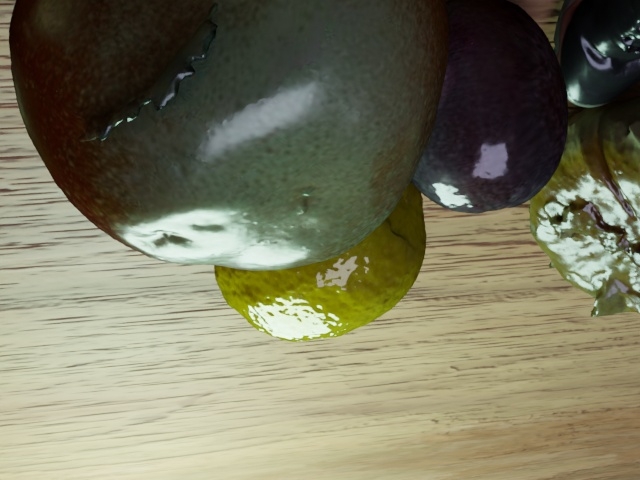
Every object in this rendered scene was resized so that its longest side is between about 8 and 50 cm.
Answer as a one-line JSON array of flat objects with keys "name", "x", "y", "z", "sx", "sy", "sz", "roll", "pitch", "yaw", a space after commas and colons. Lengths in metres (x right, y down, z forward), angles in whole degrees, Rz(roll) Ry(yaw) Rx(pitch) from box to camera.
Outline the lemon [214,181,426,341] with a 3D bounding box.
[{"name": "lemon", "x": -0.003, "y": 0.000, "z": 0.925, "sx": 0.193, "sy": 0.180, "sz": 0.180, "roll": -4, "pitch": 143, "yaw": 13}]

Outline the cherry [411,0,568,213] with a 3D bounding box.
[{"name": "cherry", "x": 0.132, "y": -0.109, "z": 0.845, "sx": 0.140, "sy": 0.176, "sz": 0.176, "roll": 13, "pitch": 139, "yaw": 6}]

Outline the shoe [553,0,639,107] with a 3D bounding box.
[{"name": "shoe", "x": 0.281, "y": -0.200, "z": 0.799, "sx": 0.114, "sy": 0.137, "sz": 0.291, "roll": 0, "pitch": 142, "yaw": -17}]

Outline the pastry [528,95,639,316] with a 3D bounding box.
[{"name": "pastry", "x": 0.303, "y": -0.021, "z": 0.959, "sx": 0.236, "sy": 0.121, "sz": 0.257, "roll": 14, "pitch": 145, "yaw": 28}]

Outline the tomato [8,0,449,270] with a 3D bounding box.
[{"name": "tomato", "x": -0.056, "y": -0.113, "z": 0.711, "sx": 0.303, "sy": 0.239, "sz": 0.303, "roll": -9, "pitch": 135, "yaw": -9}]
